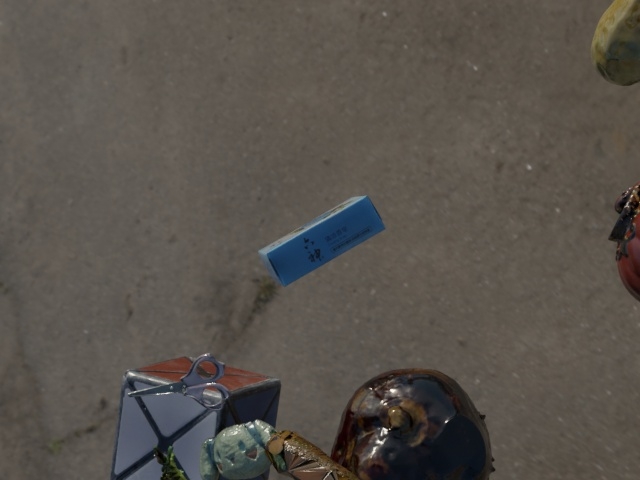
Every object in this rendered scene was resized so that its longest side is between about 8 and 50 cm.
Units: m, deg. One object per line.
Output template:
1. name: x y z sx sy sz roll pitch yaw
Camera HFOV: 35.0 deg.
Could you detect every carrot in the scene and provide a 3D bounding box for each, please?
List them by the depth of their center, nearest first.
1. carrot: 0.005 0.362 1.553 0.229 0.069 0.069 26 84 39

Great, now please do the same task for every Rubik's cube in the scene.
1. Rubik's cube: -0.257 0.396 2.095 0.255 0.259 0.260 9 93 25

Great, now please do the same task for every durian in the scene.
1. durian: -0.178 0.319 1.213 0.086 0.215 0.100 -12 58 -14

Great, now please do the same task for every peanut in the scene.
1. peanut: 0.421 -0.292 1.180 0.125 0.111 0.274 29 130 2

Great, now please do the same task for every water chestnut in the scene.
1. water chestnut: 0.177 0.422 1.968 0.335 0.347 0.335 -2 73 6

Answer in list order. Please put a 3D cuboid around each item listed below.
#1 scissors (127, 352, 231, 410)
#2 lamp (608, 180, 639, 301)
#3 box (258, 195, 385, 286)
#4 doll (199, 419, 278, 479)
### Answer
1. scissors: -0.245 0.251 1.738 0.189 0.015 0.100 -11 96 14
2. lamp: 0.540 -0.004 1.540 0.227 0.227 0.226 -13 63 26
3. box: 0.000 0.000 2.003 0.232 0.142 0.083 -29 96 -8
4. doll: -0.146 0.390 1.874 0.214 0.071 0.103 -26 81 33
